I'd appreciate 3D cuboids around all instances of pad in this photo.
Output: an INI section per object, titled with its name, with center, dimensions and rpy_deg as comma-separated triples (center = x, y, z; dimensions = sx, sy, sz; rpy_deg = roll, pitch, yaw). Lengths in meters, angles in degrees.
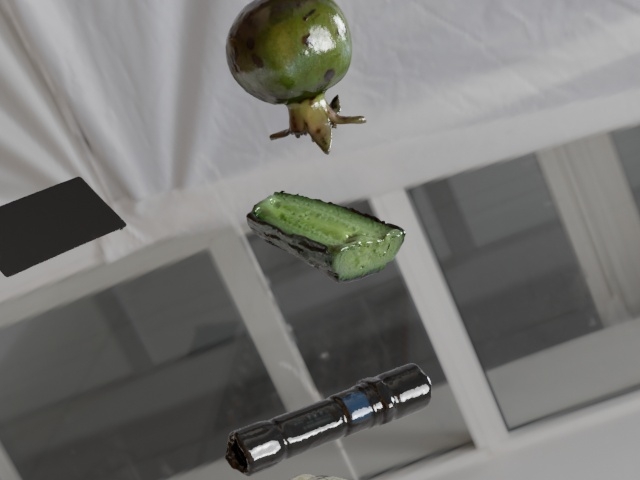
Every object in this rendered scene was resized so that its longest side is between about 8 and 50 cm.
[pad]
center = -0.512, -0.029, 2.091
dimensions = 0.265, 0.159, 0.009
rpy_deg = -27, 150, -37

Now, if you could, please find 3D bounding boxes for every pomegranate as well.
[pomegranate]
center = -0.025, -0.196, 1.231
dimensions = 0.149, 0.169, 0.148
rpy_deg = -18, -144, 14

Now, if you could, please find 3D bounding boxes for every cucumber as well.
[cucumber]
center = 0.000, 0.000, 1.493
dimensions = 0.193, 0.085, 0.115
rpy_deg = 26, -142, 15

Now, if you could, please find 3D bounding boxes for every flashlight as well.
[flashlight]
center = 0.020, 0.335, 2.096
dimensions = 0.424, 0.103, 0.103
rpy_deg = -17, -169, -29

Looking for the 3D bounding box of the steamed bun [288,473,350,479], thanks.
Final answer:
[steamed bun]
center = 0.035, 0.373, 1.117
dimensions = 0.368, 0.342, 0.255
rpy_deg = 27, -96, 40
